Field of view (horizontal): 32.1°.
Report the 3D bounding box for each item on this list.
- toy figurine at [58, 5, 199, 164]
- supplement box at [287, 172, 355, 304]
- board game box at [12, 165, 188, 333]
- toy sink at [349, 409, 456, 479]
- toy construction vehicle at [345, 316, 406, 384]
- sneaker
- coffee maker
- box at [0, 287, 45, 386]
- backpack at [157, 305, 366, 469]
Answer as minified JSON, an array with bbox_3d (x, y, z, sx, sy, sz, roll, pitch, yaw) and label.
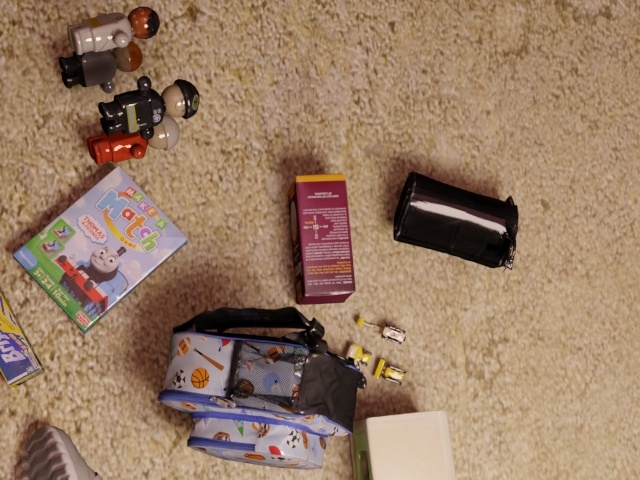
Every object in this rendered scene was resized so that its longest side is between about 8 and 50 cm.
[{"bbox_3d":[-0.288,-0.235,1.675,0.148,0.213,0.209,-19,79,-22],"label":"toy figurine"},{"bbox_3d":[0.000,0.000,1.726,0.081,0.104,0.188,-3,79,-9],"label":"supplement box"},{"bbox_3d":[-0.334,0.012,1.702,0.211,0.039,0.160,-43,88,-15],"label":"board game box"},{"bbox_3d":[0.120,0.375,1.646,0.131,0.153,0.234,-5,80,-10],"label":"toy sink"},{"bbox_3d":[0.093,0.172,1.747,0.098,0.035,0.085,19,87,-3],"label":"toy construction vehicle"},{"bbox_3d":[-0.335,0.392,1.606,0.105,0.115,0.281,-40,71,24],"label":"sneaker"},{"bbox_3d":[0.211,-0.033,1.735,0.178,0.171,0.120,15,93,-4],"label":"coffee maker"},{"bbox_3d":[-0.472,0.132,1.644,0.054,0.059,0.168,-29,84,-12],"label":"box"},{"bbox_3d":[-0.094,0.216,1.596,0.264,0.276,0.213,12,73,21],"label":"backpack"}]
